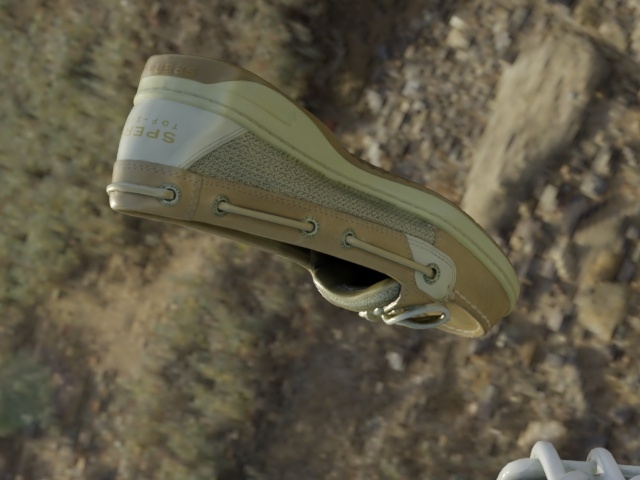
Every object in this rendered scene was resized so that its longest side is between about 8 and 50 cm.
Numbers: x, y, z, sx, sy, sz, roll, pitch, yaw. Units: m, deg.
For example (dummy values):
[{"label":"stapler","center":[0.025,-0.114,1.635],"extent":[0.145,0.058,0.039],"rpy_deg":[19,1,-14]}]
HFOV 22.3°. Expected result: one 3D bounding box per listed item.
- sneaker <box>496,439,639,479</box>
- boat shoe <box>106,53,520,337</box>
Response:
[{"label":"sneaker","center":[0.081,0.091,0.396],"extent":[0.258,0.094,0.091],"rpy_deg":[-31,95,14]},{"label":"boat shoe","center":[0.001,0.000,0.477],"extent":[0.056,0.153,0.048],"rpy_deg":[6,70,43]}]
